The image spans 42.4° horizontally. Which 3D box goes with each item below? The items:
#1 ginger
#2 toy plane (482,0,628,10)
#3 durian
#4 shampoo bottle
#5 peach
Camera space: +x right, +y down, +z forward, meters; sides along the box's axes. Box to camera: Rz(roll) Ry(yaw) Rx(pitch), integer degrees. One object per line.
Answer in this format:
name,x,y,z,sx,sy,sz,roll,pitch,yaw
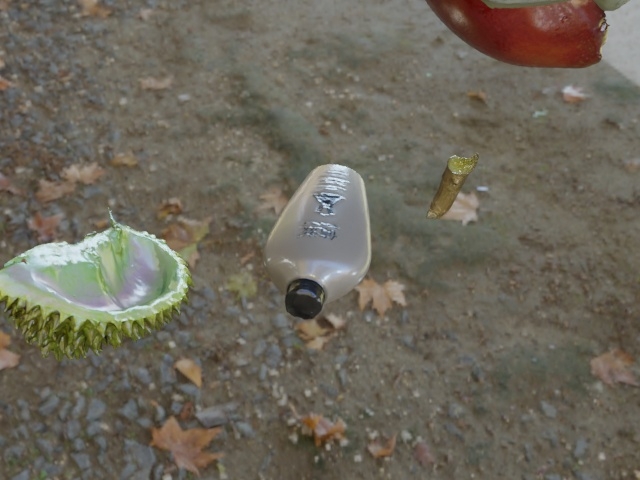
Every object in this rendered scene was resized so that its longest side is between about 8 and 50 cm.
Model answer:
ginger,0.214,-0.093,1.356,0.044,0.137,0.058,10,40,-18
toy plane,0.179,-0.146,0.255,0.286,0.092,0.108,-26,42,9
durian,-0.281,0.056,1.099,0.157,0.170,0.355,-18,10,14
shampoo bottle,0.000,0.000,0.991,0.127,0.078,0.257,9,38,3
peach,0.268,-0.386,1.257,0.201,0.258,0.362,-31,82,-10
